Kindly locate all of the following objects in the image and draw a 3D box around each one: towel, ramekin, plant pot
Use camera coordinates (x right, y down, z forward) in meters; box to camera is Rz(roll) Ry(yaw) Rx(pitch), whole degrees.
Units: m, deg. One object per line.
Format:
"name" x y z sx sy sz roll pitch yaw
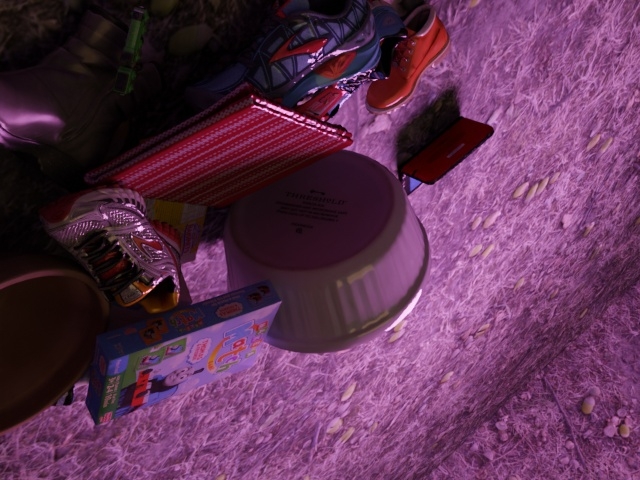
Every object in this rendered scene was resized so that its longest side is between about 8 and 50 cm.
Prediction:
"towel" -0.095 -0.091 0.988 0.199 0.031 0.275 -25 169 19
"ramekin" 0.000 0.000 1.189 0.273 0.273 0.127 -37 140 -18
"plant pot" -0.348 0.093 0.965 0.237 0.110 0.237 -35 150 -24

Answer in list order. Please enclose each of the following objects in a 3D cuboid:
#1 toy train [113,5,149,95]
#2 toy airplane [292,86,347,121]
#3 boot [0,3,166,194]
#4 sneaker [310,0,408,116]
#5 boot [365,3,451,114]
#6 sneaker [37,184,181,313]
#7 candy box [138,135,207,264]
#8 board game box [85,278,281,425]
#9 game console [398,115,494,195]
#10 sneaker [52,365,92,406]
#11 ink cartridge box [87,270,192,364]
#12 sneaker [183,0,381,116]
"toy train" -0.174 -0.174 0.859 0.024 0.017 0.083 -84 -172 -81
"toy airplane" -0.041 -0.152 1.133 0.151 0.028 0.151 -19 165 -5
"boot" -0.246 -0.153 0.846 0.161 0.083 0.246 -56 155 -6
"sneaker" 0.048 -0.215 1.161 0.063 0.073 0.162 1 130 -55
"boot" 0.107 -0.241 1.239 0.158 0.059 0.084 -51 151 -10
"sneaker" -0.197 0.012 0.939 0.088 0.092 0.225 -19 156 15
"candy box" -0.180 -0.042 1.115 0.105 0.027 0.206 -22 143 -40
"board game box" -0.160 0.129 1.082 0.211 0.039 0.160 -19 152 -30
"game console" 0.203 -0.123 1.499 0.144 0.124 0.085 -40 125 -14
"sneaker" -0.344 0.165 1.094 0.237 0.086 0.085 -17 141 -43
"ink cartridge box" -0.234 0.083 1.102 0.092 0.090 0.143 18 122 -38
"sneaker" -0.049 -0.217 1.029 0.262 0.104 0.125 -32 130 -31
